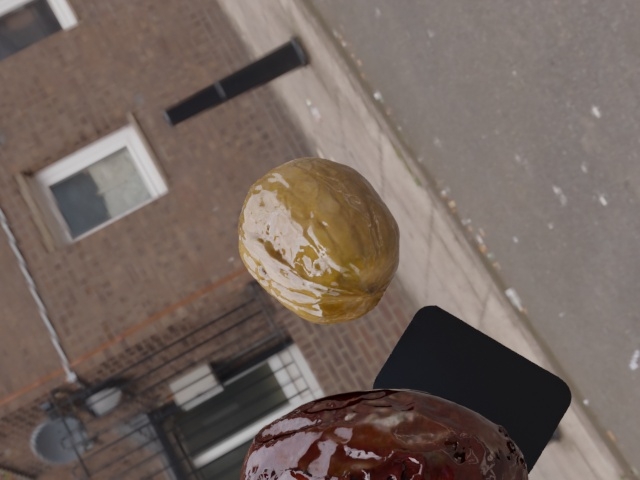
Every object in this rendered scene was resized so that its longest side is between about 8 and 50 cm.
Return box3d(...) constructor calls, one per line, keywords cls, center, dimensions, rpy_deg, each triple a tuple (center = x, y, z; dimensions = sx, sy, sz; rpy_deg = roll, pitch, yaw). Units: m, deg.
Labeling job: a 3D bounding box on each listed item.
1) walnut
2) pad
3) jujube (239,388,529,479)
box3d(cls="walnut", center=(0.000, 0.000, 1.121), dimensions=(0.221, 0.195, 0.195), rpy_deg=(47, 168, 32))
box3d(cls="pad", center=(0.227, 0.230, 1.333), dimensions=(0.267, 0.181, 0.004), rpy_deg=(31, 172, 12))
box3d(cls="jujube", center=(0.057, 0.218, 0.763), dimensions=(0.183, 0.243, 0.183), rpy_deg=(10, -101, -62))
